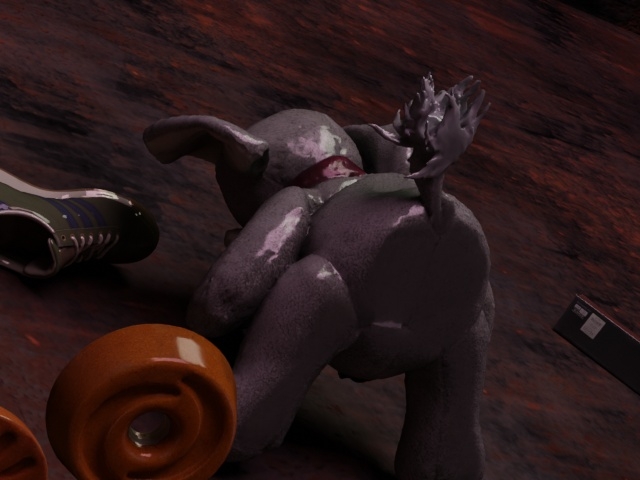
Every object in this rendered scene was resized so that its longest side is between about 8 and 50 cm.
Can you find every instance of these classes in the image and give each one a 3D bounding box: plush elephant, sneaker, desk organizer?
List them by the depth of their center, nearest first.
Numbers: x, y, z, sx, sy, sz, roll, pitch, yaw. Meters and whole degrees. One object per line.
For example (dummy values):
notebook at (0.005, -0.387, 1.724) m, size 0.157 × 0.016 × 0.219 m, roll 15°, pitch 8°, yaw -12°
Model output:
sneaker at (-0.205, 0.001, 1.276) m, size 0.192 × 0.064 × 0.086 m, roll 17°, pitch 33°, yaw -34°
plush elephant at (-0.005, 0.005, 1.292) m, size 0.272 × 0.330 × 0.255 m, roll 8°, pitch 13°, yaw -34°
desk organizer at (0.316, 0.110, 1.769) m, size 0.130 × 0.047 × 0.050 m, roll 38°, pitch 20°, yaw 13°

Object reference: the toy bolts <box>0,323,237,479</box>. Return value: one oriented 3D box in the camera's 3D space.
toy bolts at (-0.119, 0.132, 0.943) m, size 0.228 × 0.218 × 0.158 m, roll 41°, pitch 8°, yaw -31°
